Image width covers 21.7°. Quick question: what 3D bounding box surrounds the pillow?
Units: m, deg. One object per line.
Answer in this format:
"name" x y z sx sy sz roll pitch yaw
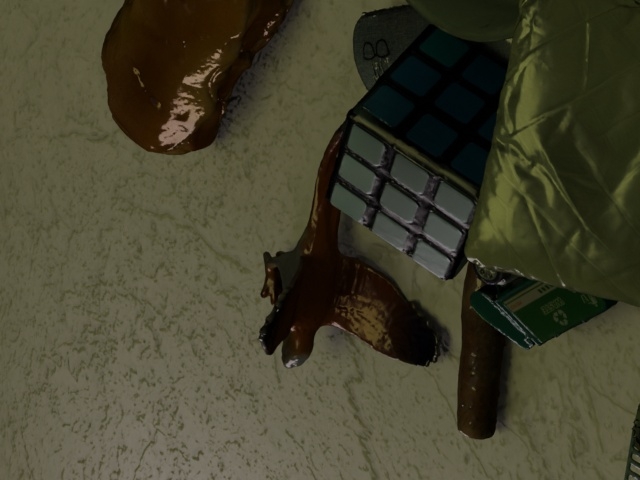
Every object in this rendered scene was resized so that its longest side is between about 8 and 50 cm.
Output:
"pillow" 0.289 -0.075 1.480 0.281 0.076 0.274 14 105 10

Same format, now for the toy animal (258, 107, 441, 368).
"toy animal" -0.010 0.005 1.972 0.302 0.225 0.284 166 108 -65

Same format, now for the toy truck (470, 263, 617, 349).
"toy truck" 0.249 0.015 1.652 0.124 0.114 0.253 57 142 0

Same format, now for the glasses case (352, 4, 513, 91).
"glasses case" 0.134 -0.201 1.752 0.282 0.067 0.109 2 112 53

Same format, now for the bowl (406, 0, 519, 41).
"bowl" 0.184 -0.341 1.574 0.289 0.146 0.289 24 122 45

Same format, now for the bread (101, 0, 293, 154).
"bread" -0.165 -0.253 2.052 0.195 0.149 0.344 59 141 21

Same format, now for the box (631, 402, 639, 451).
"box" 0.407 0.128 1.336 0.290 0.220 0.166 3 124 24

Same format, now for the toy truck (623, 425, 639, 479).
"toy truck" 0.351 0.275 1.636 0.115 0.080 0.178 32 126 48

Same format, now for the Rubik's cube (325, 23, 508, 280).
"Rubik's cube" 0.121 -0.089 1.666 0.160 0.162 0.163 35 149 12

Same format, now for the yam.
"yam" 0.178 0.106 1.822 0.057 0.057 0.241 24 120 46
